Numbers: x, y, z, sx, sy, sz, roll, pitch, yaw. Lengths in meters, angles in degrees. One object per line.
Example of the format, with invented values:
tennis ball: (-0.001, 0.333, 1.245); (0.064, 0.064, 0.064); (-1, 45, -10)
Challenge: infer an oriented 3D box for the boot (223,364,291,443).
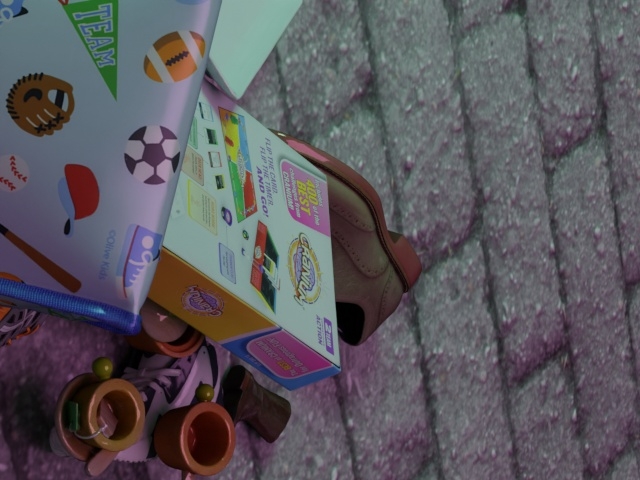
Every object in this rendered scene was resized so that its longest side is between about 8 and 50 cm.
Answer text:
boot: (-0.078, 0.205, 2.201); (0.114, 0.037, 0.106); (48, 61, -51)

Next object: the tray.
tray: (-0.095, -0.247, 2.009); (0.145, 0.030, 0.270); (56, 27, -17)

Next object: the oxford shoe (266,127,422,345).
oxford shoe: (0.000, 0.000, 2.195); (0.348, 0.123, 0.130); (47, 65, -45)

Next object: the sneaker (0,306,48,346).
sneaker: (-0.293, 0.061, 1.850); (0.215, 0.084, 0.083); (-50, 138, -36)

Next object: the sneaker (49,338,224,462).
sneaker: (-0.180, 0.144, 2.010); (0.235, 0.094, 0.153); (5, 85, -46)

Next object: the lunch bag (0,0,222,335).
lunch bag: (-0.297, -0.118, 1.632); (0.239, 0.385, 0.328); (142, -40, -81)

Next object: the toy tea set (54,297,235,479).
toy tea set: (-0.135, 0.203, 1.894); (0.200, 0.124, 0.336); (-22, 101, -43)

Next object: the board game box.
board game box: (-0.099, -0.026, 1.914); (0.316, 0.064, 0.242); (38, 38, -44)
